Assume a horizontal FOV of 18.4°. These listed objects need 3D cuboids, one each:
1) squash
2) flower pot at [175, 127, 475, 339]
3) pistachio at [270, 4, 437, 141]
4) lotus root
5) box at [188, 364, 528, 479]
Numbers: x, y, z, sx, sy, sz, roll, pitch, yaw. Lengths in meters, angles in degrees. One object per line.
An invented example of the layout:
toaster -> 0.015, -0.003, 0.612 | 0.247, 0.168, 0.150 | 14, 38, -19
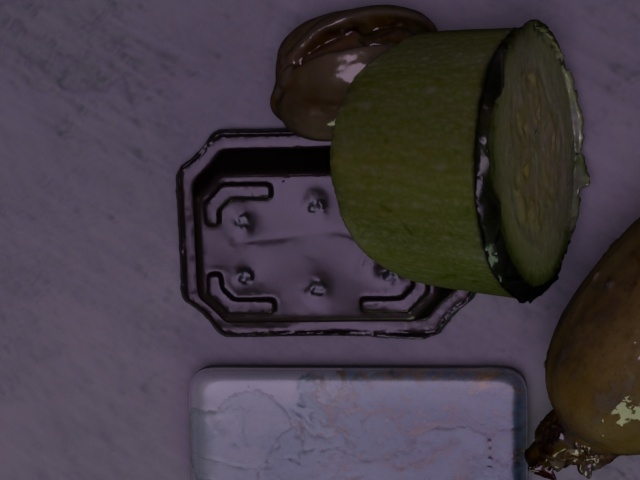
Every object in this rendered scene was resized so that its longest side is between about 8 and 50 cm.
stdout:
squash -> 0.123, -0.062, 1.543 | 0.133, 0.220, 0.220 | 0, 101, 35
flower pot -> 0.000, 0.000, 1.617 | 0.251, 0.084, 0.178 | 0, 99, 7
pistachio -> 0.031, -0.132, 1.583 | 0.149, 0.113, 0.113 | -8, 99, 2
lotus root -> 0.285, 0.068, 1.551 | 0.342, 0.169, 0.151 | -50, 50, 11
box -> 0.032, 0.175, 1.665 | 0.285, 0.044, 0.142 | 0, 95, 7
